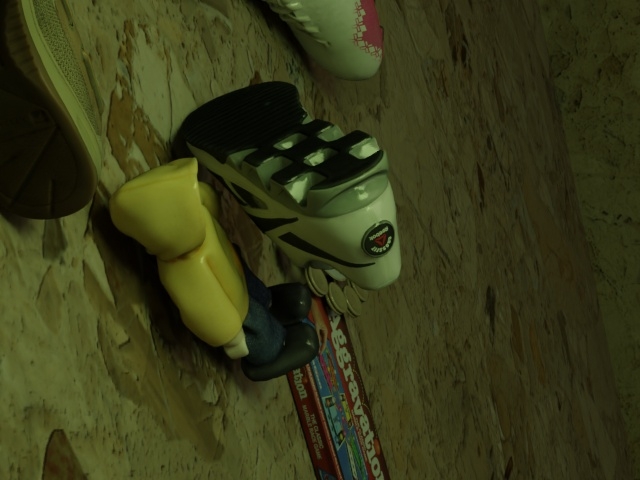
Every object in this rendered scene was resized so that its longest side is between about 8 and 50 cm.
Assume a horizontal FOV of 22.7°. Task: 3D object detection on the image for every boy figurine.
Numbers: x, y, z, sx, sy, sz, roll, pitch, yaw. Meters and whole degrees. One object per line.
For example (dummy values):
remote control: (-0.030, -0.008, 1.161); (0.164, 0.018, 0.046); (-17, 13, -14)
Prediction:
boy figurine: (-0.097, 0.012, 1.429); (0.285, 0.092, 0.177); (56, 19, -50)

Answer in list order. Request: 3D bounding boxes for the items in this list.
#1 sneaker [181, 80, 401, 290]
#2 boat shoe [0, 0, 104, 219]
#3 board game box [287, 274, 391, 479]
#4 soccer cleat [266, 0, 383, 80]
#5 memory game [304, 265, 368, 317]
sneaker: (-0.028, -0.046, 1.472); (0.330, 0.122, 0.146); (42, -24, 58)
boat shoe: (-0.248, -0.177, 1.161); (0.110, 0.121, 0.341); (-82, 160, -52)
board game box: (0.018, 0.186, 1.705); (0.145, 0.027, 0.281); (-31, 106, -69)
soccer cleat: (-0.038, -0.294, 1.778); (0.143, 0.116, 0.331); (-55, 130, -38)
memory game: (0.000, 0.000, 1.746); (0.186, 0.012, 0.186); (49, 25, -33)
